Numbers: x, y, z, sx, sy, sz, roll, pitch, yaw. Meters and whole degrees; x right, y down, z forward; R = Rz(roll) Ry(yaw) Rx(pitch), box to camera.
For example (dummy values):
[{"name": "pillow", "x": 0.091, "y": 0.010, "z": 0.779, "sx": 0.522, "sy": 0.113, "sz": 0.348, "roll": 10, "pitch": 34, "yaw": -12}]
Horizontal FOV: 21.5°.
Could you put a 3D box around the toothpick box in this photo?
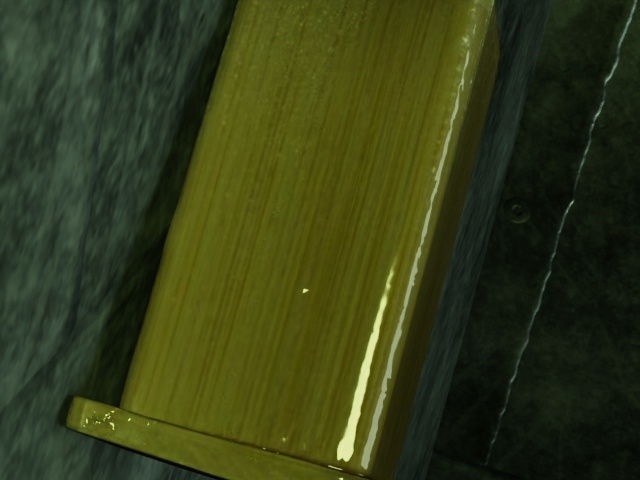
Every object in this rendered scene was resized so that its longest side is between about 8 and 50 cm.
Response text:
[{"name": "toothpick box", "x": 0.000, "y": 0.000, "z": 0.994, "sx": 0.187, "sy": 0.190, "sz": 0.308, "roll": 55, "pitch": 50, "yaw": -75}]
